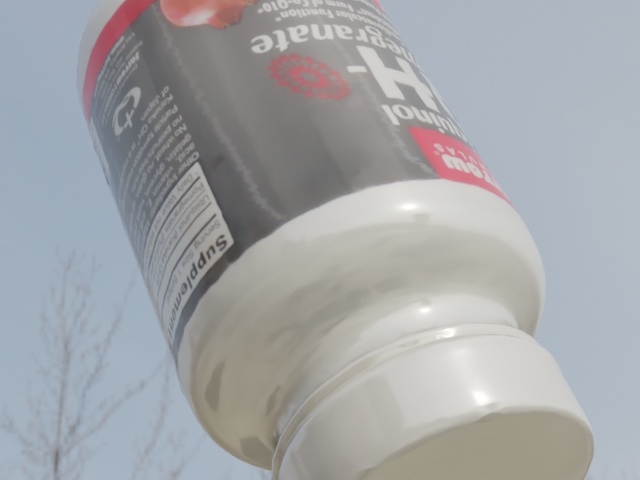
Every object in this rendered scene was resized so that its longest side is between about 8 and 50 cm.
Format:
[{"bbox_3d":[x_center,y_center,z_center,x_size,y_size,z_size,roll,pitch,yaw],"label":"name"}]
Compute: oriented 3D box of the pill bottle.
[{"bbox_3d":[0.000,0.000,0.614,0.176,0.318,0.176,-16,-40,-14],"label":"pill bottle"}]
